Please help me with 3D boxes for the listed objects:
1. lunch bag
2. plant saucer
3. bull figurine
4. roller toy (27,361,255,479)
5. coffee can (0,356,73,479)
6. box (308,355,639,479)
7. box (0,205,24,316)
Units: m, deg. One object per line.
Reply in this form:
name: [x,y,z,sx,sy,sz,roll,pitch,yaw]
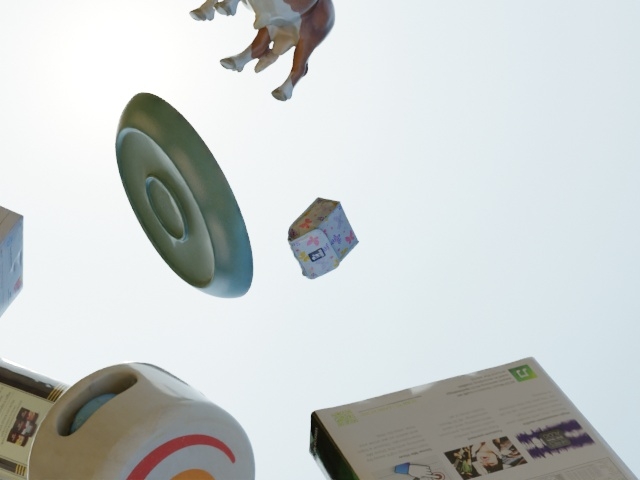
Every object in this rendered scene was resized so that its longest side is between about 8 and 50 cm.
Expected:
lunch bag: [0.000,0.000,1.987,0.053,0.071,0.083,16,-129,45]
plant saucer: [-0.200,-0.052,2.223,0.044,0.317,0.317,-30,-164,-24]
bull figurine: [-0.071,-0.314,1.918,0.101,0.310,0.188,16,-112,35]
roller toy: [-0.170,0.219,1.526,0.146,0.209,0.191,27,-78,47]
coffee can: [-0.370,0.298,2.245,0.201,0.275,0.201,20,90,-84]
box: [0.158,0.234,1.363,0.322,0.232,0.058,-128,-147,-49]
box: [-0.421,0.069,1.952,0.145,0.038,0.186,102,15,-49]
